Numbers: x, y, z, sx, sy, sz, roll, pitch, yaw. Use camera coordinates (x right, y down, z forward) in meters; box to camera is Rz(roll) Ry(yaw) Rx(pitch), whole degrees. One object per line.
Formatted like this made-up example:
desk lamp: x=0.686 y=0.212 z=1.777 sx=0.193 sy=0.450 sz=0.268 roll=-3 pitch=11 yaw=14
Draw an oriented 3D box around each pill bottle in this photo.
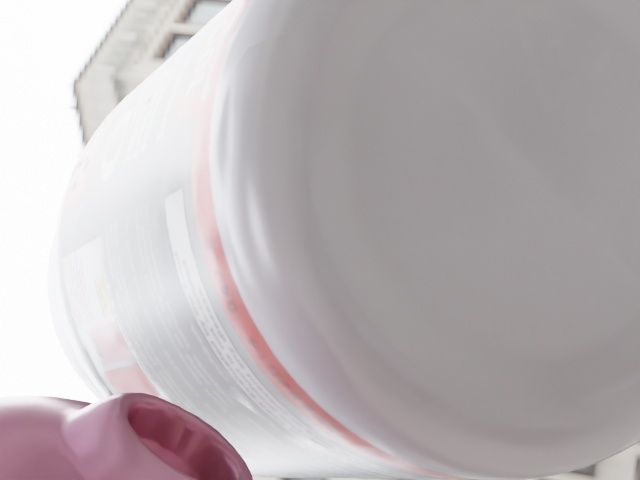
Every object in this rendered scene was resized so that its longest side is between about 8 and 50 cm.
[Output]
pill bottle: x=0.000 y=0.000 z=0.639 sx=0.363 sy=0.210 sz=0.210 roll=-21 pitch=54 yaw=65

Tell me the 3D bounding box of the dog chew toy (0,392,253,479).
dog chew toy: x=-0.123 y=0.183 z=0.392 sx=0.332 sy=0.206 sz=0.206 roll=-55 pitch=-16 yaw=13
